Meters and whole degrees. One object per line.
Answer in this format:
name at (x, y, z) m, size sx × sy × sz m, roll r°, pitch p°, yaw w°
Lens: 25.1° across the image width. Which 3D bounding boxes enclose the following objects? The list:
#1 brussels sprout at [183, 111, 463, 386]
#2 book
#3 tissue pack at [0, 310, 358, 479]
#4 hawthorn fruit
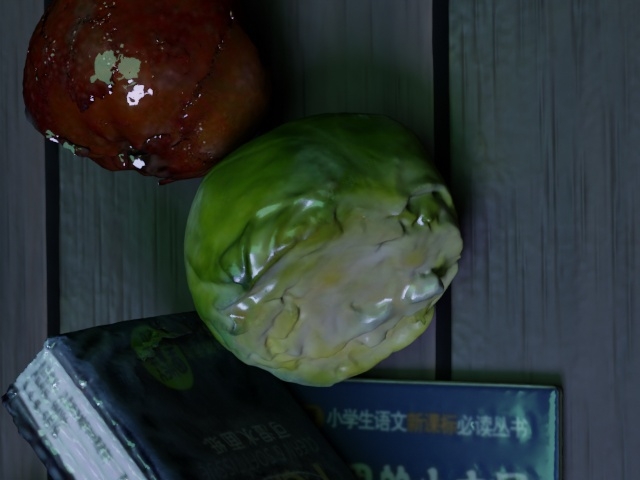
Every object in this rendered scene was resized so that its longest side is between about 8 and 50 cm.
brussels sprout at (-0.004, -0.003, 0.816) m, size 0.122 × 0.152 × 0.149 m, roll -112°, pitch 32°, yaw -42°
book at (0.037, 0.242, 0.854) m, size 0.228 × 0.018 × 0.322 m, roll -1°, pitch 90°, yaw 27°
tissue pack at (-0.048, 0.146, 0.791) m, size 0.073 × 0.173 × 0.235 m, roll -48°, pitch 68°, yaw 22°
hawthorn fruit at (-0.097, -0.120, 0.857) m, size 0.148 × 0.148 × 0.172 m, roll 0°, pitch 75°, yaw 28°
